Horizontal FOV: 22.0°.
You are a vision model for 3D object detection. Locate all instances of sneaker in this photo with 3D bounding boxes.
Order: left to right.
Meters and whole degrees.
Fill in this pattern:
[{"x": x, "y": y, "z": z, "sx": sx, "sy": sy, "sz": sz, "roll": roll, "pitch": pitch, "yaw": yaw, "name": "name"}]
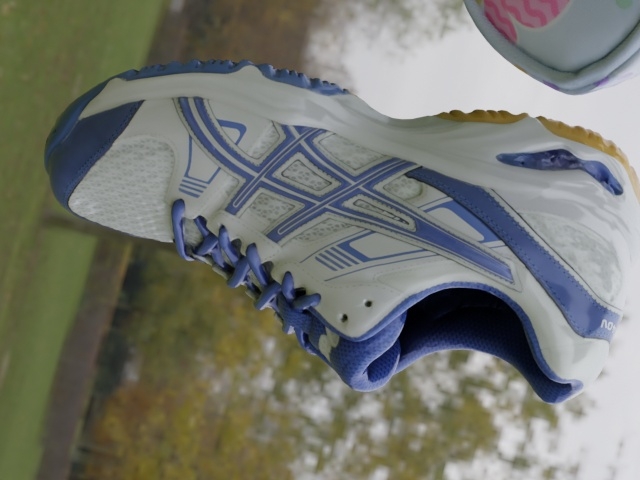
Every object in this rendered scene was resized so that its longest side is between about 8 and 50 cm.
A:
[{"x": 0.000, "y": 0.000, "z": 0.781, "sx": 0.112, "sy": 0.296, "sz": 0.131, "roll": 73, "pitch": 27, "yaw": -62, "name": "sneaker"}]

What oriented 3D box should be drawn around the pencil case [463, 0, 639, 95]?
[{"x": 0.177, "y": -0.147, "z": 0.698, "sx": 0.113, "sy": 0.273, "sz": 0.124, "roll": 16, "pitch": -62, "yaw": 43, "name": "pencil case"}]
